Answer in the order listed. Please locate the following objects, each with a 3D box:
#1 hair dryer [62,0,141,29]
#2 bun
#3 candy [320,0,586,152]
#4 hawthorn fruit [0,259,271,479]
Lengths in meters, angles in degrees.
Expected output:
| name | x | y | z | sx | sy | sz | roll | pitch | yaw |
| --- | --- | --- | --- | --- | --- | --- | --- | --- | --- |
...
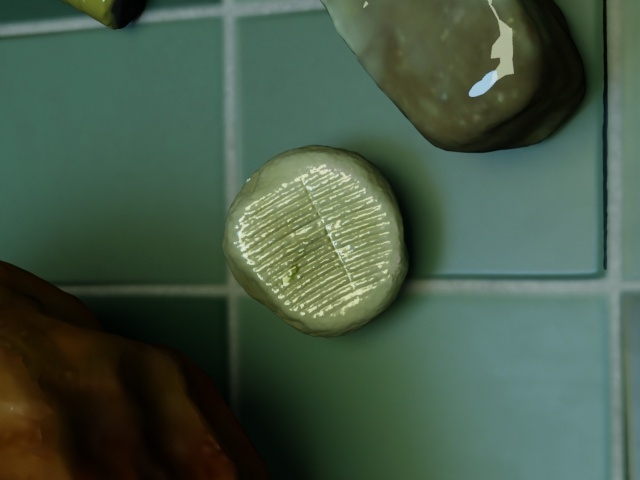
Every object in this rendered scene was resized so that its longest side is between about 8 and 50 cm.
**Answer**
| name | x | y | z | sx | sy | sz | roll | pitch | yaw |
| --- | --- | --- | --- | --- | --- | --- | --- | --- | --- |
| hair dryer | -0.232 | -0.231 | 1.065 | 0.278 | 0.090 | 0.135 | 30 | 100 | 17 |
| bun | 0.000 | 0.000 | 0.946 | 0.115 | 0.069 | 0.115 | 0 | 94 | 6 |
| candy | 0.055 | -0.157 | 0.900 | 0.102 | 0.104 | 0.234 | -34 | 75 | 21 |
| hawthorn fruit | -0.233 | 0.225 | 0.866 | 0.471 | 0.472 | 0.472 | 0 | 89 | 26 |
